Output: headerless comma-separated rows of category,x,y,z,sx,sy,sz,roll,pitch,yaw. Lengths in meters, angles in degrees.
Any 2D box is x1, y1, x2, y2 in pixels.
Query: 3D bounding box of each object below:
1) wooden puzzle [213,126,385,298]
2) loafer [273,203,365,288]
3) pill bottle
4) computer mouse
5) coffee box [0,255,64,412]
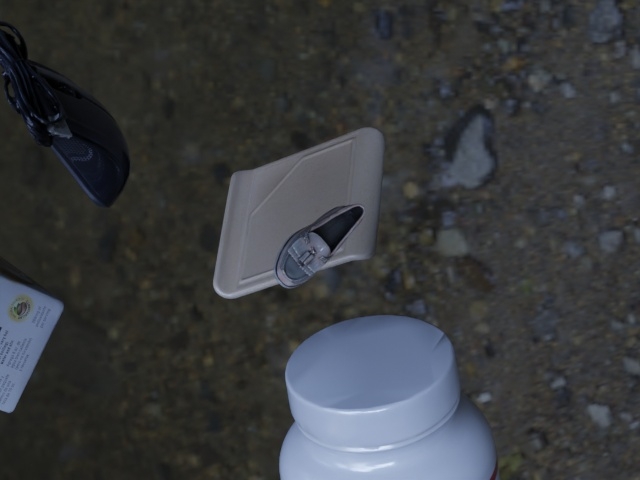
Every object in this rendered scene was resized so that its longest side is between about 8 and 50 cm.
wooden puzzle,-0.024,-0.034,1.912,0.238,0.044,0.221,-15,49,27
loafer,0.000,0.000,1.427,0.045,0.125,0.039,51,141,-6
pill bottle,0.082,0.295,1.507,0.229,0.229,0.408,14,126,39
computer mouse,-0.271,-0.131,1.567,0.072,0.272,0.188,-33,60,-1
coffee box,-0.334,0.027,1.040,0.141,0.246,0.098,25,88,50
